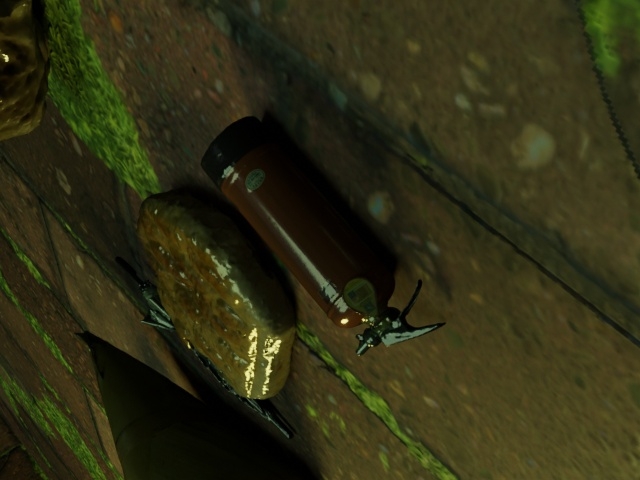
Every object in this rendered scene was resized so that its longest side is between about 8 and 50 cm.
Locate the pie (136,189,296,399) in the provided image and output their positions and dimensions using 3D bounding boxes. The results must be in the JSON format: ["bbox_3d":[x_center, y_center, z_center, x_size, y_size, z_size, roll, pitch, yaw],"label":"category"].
[{"bbox_3d":[-0.089,0.041,0.747,0.195,0.046,0.195,38,148,30],"label":"pie"}]

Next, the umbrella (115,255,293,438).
[{"bbox_3d":[-0.122,0.097,0.871,0.269,0.044,0.044,41,176,28],"label":"umbrella"}]

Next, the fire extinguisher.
[{"bbox_3d":[0.000,0.000,0.553,0.177,0.050,0.062,48,114,16],"label":"fire extinguisher"}]

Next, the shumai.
[{"bbox_3d":[-0.280,-0.186,0.743,0.175,0.166,0.206,-17,106,39],"label":"shumai"}]

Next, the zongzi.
[{"bbox_3d":[-0.135,0.195,0.915,0.260,0.123,0.289,-26,91,59],"label":"zongzi"}]
